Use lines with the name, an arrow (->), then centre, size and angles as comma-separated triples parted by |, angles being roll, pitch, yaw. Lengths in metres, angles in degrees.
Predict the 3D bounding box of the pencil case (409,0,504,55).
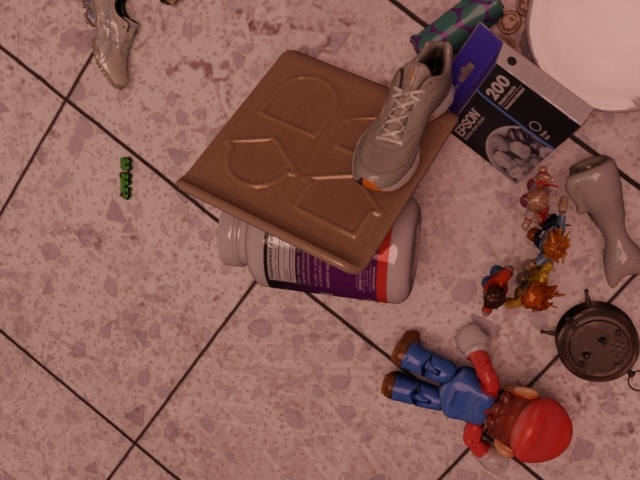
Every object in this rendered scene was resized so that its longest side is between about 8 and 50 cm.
pencil case -> 0.217, -0.343, 1.124 | 0.152, 0.064, 0.070 | -35, 53, 18

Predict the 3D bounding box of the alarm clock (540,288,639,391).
alarm clock -> 0.475, 0.183, 1.172 | 0.192, 0.064, 0.129 | 41, 107, 0

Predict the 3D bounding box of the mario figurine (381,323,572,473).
mario figurine -> 0.278, 0.275, 1.228 | 0.321, 0.170, 0.198 | 23, 142, 19

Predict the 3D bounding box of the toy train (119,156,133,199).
toy train -> -0.371, -0.119, 1.339 | 0.024, 0.017, 0.083 | 11, 104, 21

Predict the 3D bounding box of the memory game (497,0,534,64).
memory game -> 0.368, -0.311, 1.121 | 0.186, 0.012, 0.186 | 3, 102, 13

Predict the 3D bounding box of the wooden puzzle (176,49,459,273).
wooden puzzle -> 0.001, -0.128, 1.108 | 0.322, 0.080, 0.347 | 26, 62, 18

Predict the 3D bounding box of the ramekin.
ramekin -> 0.438, -0.323, 1.029 | 0.273, 0.127, 0.272 | 3, 102, 13

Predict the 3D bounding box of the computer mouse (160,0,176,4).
computer mouse -> -0.292, -0.509, 1.229 | 0.106, 0.042, 0.193 | -41, 95, 22

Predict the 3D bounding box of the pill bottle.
pill bottle -> 0.000, 0.000, 1.186 | 0.323, 0.181, 0.181 | 7, 103, 13

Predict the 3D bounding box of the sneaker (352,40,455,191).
sneaker -> 0.119, -0.190, 1.022 | 0.099, 0.121, 0.262 | 21, 61, 16

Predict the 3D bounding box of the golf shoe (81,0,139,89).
golf shoe -> -0.365, -0.362, 1.265 | 0.086, 0.069, 0.176 | -12, 99, 10

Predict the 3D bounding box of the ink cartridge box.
ink cartridge box -> 0.274, -0.202, 1.080 | 0.208, 0.206, 0.045 | 40, 68, 4

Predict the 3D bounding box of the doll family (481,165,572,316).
doll family -> 0.346, 0.021, 1.114 | 0.118, 0.163, 0.262 | 21, 105, 9

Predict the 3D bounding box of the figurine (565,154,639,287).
figurine -> 0.509, -0.048, 1.093 | 0.215, 0.092, 0.209 | -24, 100, 8
